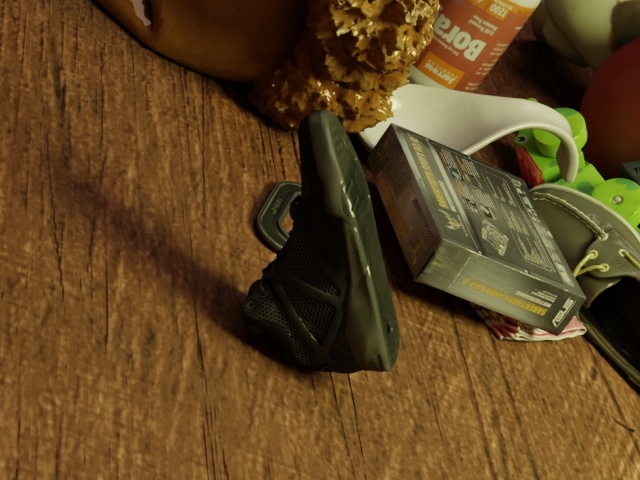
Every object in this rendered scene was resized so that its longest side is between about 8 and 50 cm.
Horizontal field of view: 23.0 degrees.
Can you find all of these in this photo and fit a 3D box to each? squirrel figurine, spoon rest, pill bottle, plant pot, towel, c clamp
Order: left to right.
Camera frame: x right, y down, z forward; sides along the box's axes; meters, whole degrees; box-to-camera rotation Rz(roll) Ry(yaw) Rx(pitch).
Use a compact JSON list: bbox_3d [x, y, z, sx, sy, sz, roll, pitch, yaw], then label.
[{"bbox_3d":[0.000,0.000,1.537,0.137,0.022,0.161,27,29,-7],"label":"c clamp"},{"bbox_3d":[0.001,-0.327,1.671,0.397,0.370,0.281,47,28,21],"label":"squirrel figurine"},{"bbox_3d":[0.159,-0.243,1.897,0.121,0.216,0.121,27,27,-15],"label":"pill bottle"},{"bbox_3d":[0.170,-0.125,1.799,0.276,0.084,0.137,5,45,-16],"label":"spoon rest"},{"bbox_3d":[0.188,0.032,1.693,0.144,0.029,0.197,2,42,-49],"label":"towel"},{"bbox_3d":[0.484,-0.154,1.980,0.275,0.275,0.243,35,-6,-2],"label":"plant pot"}]

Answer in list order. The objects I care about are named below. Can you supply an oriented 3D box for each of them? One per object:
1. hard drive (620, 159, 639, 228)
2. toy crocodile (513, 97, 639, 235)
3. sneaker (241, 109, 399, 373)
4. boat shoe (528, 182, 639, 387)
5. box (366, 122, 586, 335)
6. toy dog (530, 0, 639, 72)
[{"bbox_3d":[0.445,0.028,1.875,0.255,0.054,0.172,60,-5,36],"label":"hard drive"},{"bbox_3d":[0.309,-0.053,1.905,0.340,0.105,0.115,60,-7,40],"label":"toy crocodile"},{"bbox_3d":[-0.016,0.007,1.330,0.130,0.228,0.087,-7,16,14],"label":"sneaker"},{"bbox_3d":[0.320,0.055,1.723,0.305,0.109,0.091,48,24,16],"label":"boat shoe"},{"bbox_3d":[0.159,-0.014,1.645,0.183,0.056,0.231,20,27,-25],"label":"box"},{"bbox_3d":[0.518,-0.267,2.257,0.408,0.284,0.395,57,7,20],"label":"toy dog"}]
